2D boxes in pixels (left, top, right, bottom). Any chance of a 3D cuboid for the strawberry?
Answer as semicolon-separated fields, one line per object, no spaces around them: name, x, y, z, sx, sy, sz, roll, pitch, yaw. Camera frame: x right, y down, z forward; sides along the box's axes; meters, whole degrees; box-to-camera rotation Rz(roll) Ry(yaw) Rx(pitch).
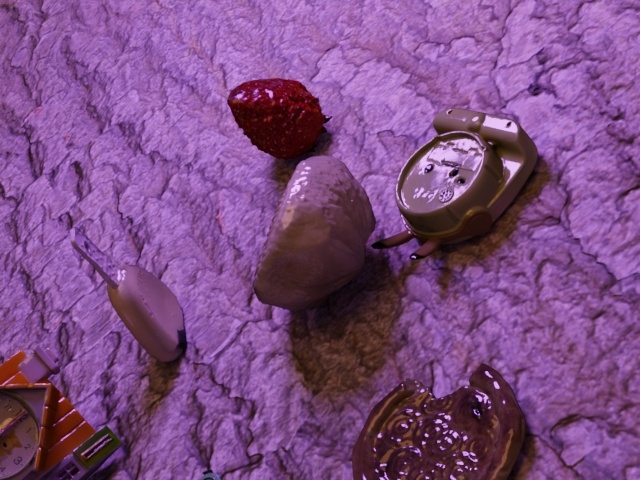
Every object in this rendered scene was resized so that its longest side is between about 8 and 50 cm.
strawberry;-0.067;-0.197;2.017;0.131;0.148;0.131;-24;41;22

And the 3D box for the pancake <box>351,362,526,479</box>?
pancake;0.132;0.239;1.521;0.235;0.029;0.212;-20;44;31

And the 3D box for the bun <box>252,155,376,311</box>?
bun;0.000;0.000;1.765;0.134;0.220;0.220;21;64;6

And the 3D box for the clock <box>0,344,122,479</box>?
clock;-0.452;0.298;1.830;0.309;0.235;0.166;-43;-8;-13

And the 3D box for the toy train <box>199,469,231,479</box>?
toy train;-0.158;0.352;1.648;0.172;0.070;0.099;-24;52;25

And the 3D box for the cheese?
cheese;-0.277;0.066;1.875;0.054;0.251;0.127;-29;41;12

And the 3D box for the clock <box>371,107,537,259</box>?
clock;0.168;-0.065;1.740;0.170;0.069;0.232;19;69;49
